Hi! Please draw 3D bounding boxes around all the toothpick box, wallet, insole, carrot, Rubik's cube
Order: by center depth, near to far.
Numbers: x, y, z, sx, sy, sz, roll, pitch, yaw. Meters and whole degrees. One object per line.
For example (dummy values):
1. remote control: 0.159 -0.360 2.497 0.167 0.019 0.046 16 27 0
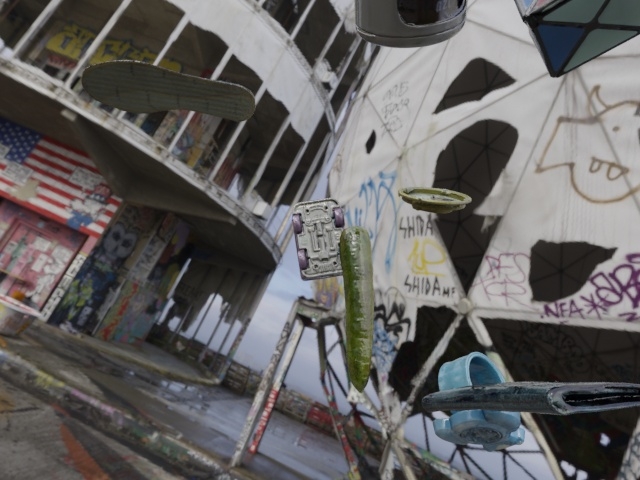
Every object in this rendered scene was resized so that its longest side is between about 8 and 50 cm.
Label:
1. wallet: 0.335 0.265 0.753 0.190 0.046 0.379 0 -19 -15
2. toothpick box: 0.149 -0.525 0.754 0.228 0.229 0.317 17 -40 25
3. insole: -0.308 -0.301 0.907 0.348 0.009 0.119 7 -41 -8
4. carrot: 0.082 0.143 0.965 0.074 0.359 0.074 -1 -16 0
5. Rubik's cube: 0.660 -0.628 1.154 0.246 0.249 0.250 -25 -37 33

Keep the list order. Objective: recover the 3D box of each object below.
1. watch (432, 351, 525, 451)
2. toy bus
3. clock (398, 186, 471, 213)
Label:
1. watch: 0.379 0.380 1.068 0.210 0.193 0.211 5 -43 5
2. toy bus: 0.000 0.000 1.166 0.141 0.203 0.142 -9 -11 1
3. clock: 0.363 -0.126 1.425 0.236 0.057 0.237 4 18 -1
